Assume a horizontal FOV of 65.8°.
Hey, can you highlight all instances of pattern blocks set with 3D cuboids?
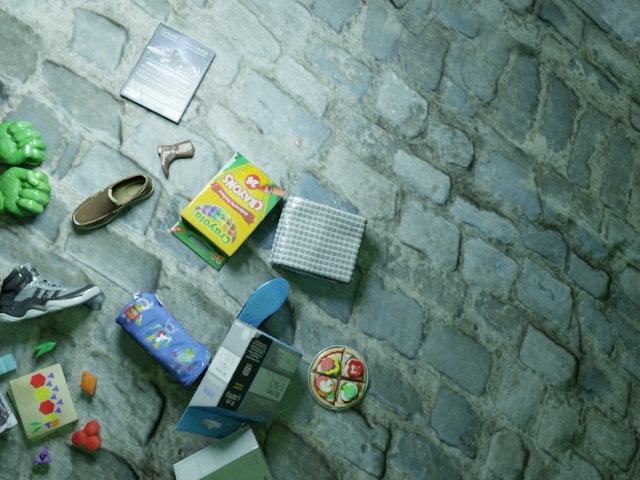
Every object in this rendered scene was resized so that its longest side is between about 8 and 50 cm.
[{"bbox_3d":[-0.771,0.454,1.385,0.285,0.026,0.325,-11,86,-14],"label":"pattern blocks set"}]

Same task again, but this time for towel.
[{"bbox_3d":[0.000,0.000,1.570,0.283,0.121,0.235,15,81,-11],"label":"towel"}]

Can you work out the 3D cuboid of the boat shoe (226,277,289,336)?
[{"bbox_3d":[-0.202,0.213,1.516,0.258,0.089,0.109,-44,92,-11],"label":"boat shoe"}]

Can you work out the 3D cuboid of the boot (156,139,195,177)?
[{"bbox_3d":[-0.443,-0.258,1.546,0.114,0.037,0.107,-14,89,-19],"label":"boot"}]

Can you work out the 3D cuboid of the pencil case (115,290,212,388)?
[{"bbox_3d":[-0.447,0.283,1.434,0.306,0.119,0.133,46,68,-4],"label":"pencil case"}]

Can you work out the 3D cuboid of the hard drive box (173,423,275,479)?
[{"bbox_3d":[-0.267,0.661,1.401,0.232,0.089,0.181,-24,124,-14],"label":"hard drive box"}]

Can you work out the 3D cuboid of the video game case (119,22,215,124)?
[{"bbox_3d":[-0.482,-0.532,1.575,0.195,0.026,0.275,26,77,-9],"label":"video game case"}]

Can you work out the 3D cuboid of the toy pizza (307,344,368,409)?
[{"bbox_3d":[0.060,0.436,1.575,0.201,0.032,0.202,2,83,-13],"label":"toy pizza"}]

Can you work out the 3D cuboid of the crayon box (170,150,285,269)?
[{"bbox_3d":[-0.286,-0.091,1.536,0.202,0.081,0.319,40,77,-6],"label":"crayon box"}]

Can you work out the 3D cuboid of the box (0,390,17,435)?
[{"bbox_3d":[-0.956,0.485,1.263,0.247,0.142,0.164,-29,88,-6],"label":"box"}]

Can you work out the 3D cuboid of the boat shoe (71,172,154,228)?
[{"bbox_3d":[-0.617,-0.125,1.456,0.257,0.095,0.095,-37,92,-14],"label":"boat shoe"}]

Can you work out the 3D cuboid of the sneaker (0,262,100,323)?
[{"bbox_3d":[-0.770,0.129,1.386,0.268,0.101,0.153,-15,89,-12],"label":"sneaker"}]

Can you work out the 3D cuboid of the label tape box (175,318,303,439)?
[{"bbox_3d":[-0.219,0.425,1.410,0.240,0.105,0.334,40,73,-47],"label":"label tape box"}]

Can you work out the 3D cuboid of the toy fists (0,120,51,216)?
[{"bbox_3d":[-0.859,-0.207,1.413,0.142,0.096,0.280,-9,84,-15],"label":"toy fists"}]
